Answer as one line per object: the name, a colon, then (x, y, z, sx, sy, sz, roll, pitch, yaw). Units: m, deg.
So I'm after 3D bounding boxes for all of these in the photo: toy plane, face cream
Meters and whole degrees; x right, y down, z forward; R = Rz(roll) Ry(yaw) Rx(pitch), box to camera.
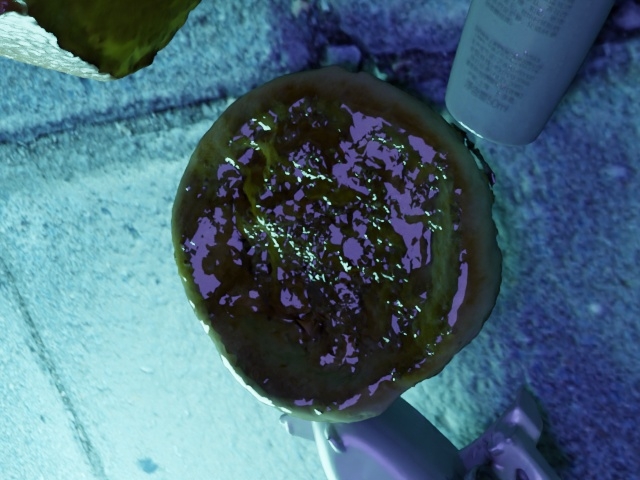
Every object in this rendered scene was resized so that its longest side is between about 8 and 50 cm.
toy plane: (0.074, 0.190, 1.020, 0.244, 0.117, 0.245, 8, 112, 20)
face cream: (0.134, -0.150, 0.779, 0.084, 0.057, 0.198, 36, 133, 17)

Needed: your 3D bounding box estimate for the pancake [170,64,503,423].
pancake: (0.001, 0.000, 0.958, 0.282, 0.049, 0.282, 5, 100, 31)

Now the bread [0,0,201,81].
bread: (-0.157, -0.243, 0.818, 0.172, 0.312, 0.312, 29, 133, 12)
